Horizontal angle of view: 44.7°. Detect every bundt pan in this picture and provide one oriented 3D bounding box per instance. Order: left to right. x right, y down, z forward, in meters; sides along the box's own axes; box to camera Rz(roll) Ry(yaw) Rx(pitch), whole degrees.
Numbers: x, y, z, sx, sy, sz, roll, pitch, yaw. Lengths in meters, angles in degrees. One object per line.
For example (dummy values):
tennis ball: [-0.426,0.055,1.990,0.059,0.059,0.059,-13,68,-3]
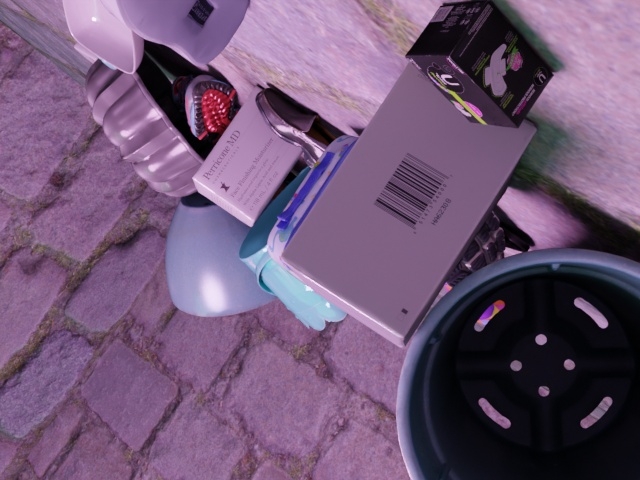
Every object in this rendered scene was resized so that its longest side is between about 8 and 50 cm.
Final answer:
bundt pan: [-0.318,-0.217,1.464,0.331,0.124,0.331,55,-174,-9]

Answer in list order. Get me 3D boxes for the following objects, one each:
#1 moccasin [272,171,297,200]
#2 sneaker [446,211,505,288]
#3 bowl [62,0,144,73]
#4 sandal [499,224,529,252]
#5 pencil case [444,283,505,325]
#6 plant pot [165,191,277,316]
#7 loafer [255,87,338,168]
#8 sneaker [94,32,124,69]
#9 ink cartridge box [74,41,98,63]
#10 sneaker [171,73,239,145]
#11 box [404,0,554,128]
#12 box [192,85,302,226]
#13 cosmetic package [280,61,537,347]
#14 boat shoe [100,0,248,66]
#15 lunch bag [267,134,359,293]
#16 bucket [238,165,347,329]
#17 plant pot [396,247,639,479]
moccasin: [-0.116,-0.100,1.724,0.380,0.147,0.139,31,-159,0]
sneaker: [0.146,-0.043,1.020,0.275,0.107,0.110,49,-179,-24]
bowl: [-0.331,-0.345,1.216,0.142,0.053,0.142,32,149,10]
sandal: [0.235,0.001,1.110,0.067,0.040,0.179,37,174,-19]
pencil case: [0.251,0.065,1.301,0.104,0.104,0.236,30,174,40]
plant pot: [-0.185,-0.011,1.551,0.290,0.290,0.195,28,139,51]
loafer: [-0.022,-0.169,1.155,0.170,0.062,0.061,42,135,-8]
sneaker: [-0.358,-0.367,1.327,0.166,0.076,0.065,60,-169,26]
ink cartridge box: [-0.426,-0.377,1.647,0.150,0.063,0.109,32,174,22]
sneaker: [-0.223,-0.244,1.395,0.125,0.104,0.262,36,175,2]
box: [0.118,-0.130,0.580,0.083,0.052,0.062,38,174,-27]
box: [-0.110,-0.131,1.275,0.119,0.181,0.182,34,175,-4]
cosmetic package: [0.088,-0.023,0.791,0.138,0.224,0.225,33,174,12]
boat shoe: [-0.169,-0.275,0.713,0.156,0.136,0.367,37,-175,2]
lunch bag: [0.041,-0.026,1.086,0.176,0.219,0.090,38,173,-28]
bucket: [0.000,0.000,1.376,0.183,0.281,0.281,41,173,-15]
plant pot: [0.279,0.177,0.937,0.341,0.341,0.334,33,-173,10]
